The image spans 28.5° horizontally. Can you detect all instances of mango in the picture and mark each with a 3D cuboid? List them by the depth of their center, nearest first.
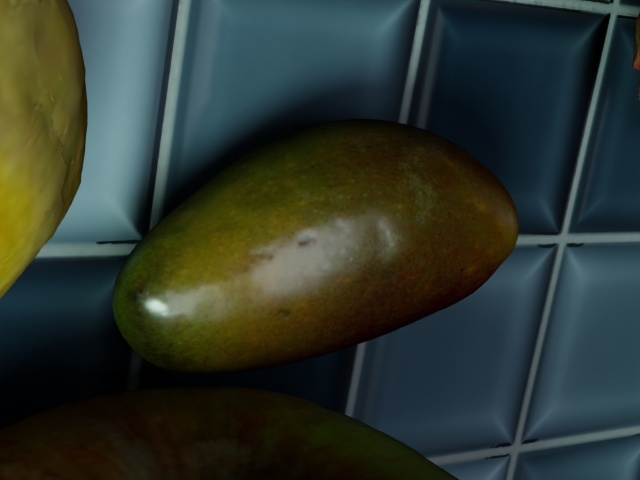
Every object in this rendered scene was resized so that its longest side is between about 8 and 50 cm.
[{"bbox_3d":[0.000,0.000,0.718,0.267,0.111,0.133,-15,132,-31],"label":"mango"}]

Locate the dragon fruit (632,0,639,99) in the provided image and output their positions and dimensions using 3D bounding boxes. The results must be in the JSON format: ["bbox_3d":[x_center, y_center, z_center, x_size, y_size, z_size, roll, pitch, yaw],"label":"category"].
[{"bbox_3d":[0.348,-0.221,0.796,0.296,0.314,0.263,24,63,-65],"label":"dragon fruit"}]

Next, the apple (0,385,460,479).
[{"bbox_3d":[-0.058,0.264,0.613,0.400,0.400,0.334,-9,117,-32],"label":"apple"}]

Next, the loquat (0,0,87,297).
[{"bbox_3d":[-0.205,-0.058,0.504,0.238,0.193,0.238,-21,141,-18],"label":"loquat"}]
